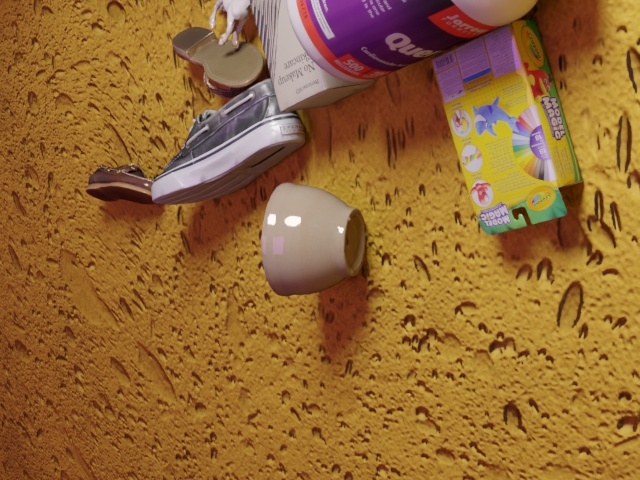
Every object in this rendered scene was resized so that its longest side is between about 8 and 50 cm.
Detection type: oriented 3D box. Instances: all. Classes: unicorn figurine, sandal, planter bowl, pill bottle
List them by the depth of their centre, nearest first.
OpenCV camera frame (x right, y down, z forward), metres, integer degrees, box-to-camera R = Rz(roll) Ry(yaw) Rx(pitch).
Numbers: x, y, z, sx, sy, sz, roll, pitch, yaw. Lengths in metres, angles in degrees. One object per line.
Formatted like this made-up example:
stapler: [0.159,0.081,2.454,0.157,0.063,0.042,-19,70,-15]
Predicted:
pill bottle: [0.119,-0.300,1.015,0.323,0.182,0.181,-13,92,51]
planter bowl: [0.000,0.000,1.285,0.109,0.162,0.162,2,104,21]
unicorn figurine: [-0.122,-0.347,1.372,0.162,0.060,0.111,46,127,34]
sandal: [-0.148,-0.264,1.437,0.240,0.088,0.079,37,159,45]

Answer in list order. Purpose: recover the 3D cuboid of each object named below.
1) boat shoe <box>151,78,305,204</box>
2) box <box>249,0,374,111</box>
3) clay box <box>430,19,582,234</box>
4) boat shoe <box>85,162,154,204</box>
boat shoe: [-0.152,-0.150,1.445,0.335,0.121,0.119,-23,76,39]
box: [-0.027,-0.322,1.244,0.113,0.094,0.275,-18,87,50]
clay box: [0.216,-0.126,1.058,0.127,0.053,0.222,-16,90,50]
boat shoe: [-0.366,-0.113,1.720,0.207,0.073,0.073,8,68,42]
